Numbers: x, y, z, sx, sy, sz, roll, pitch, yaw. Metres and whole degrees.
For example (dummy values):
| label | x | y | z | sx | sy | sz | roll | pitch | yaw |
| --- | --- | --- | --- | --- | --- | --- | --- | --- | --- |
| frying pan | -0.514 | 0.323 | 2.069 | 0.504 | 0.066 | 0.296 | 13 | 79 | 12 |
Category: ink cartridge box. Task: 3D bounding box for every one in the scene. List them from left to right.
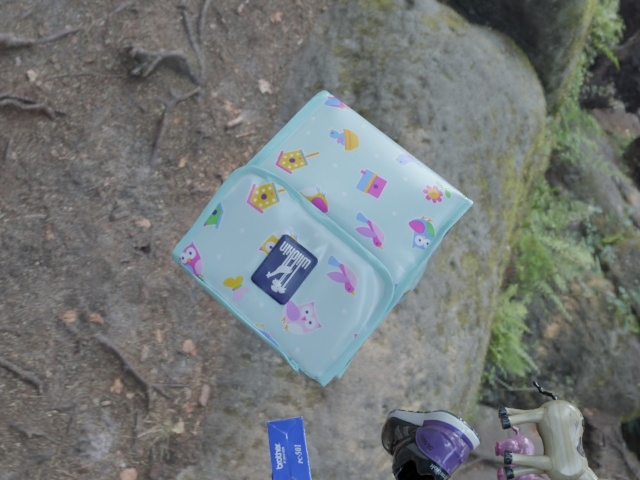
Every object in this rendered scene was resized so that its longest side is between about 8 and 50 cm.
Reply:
| label | x | y | z | sx | sy | sz | roll | pitch | yaw |
| --- | --- | --- | --- | --- | --- | --- | --- | --- | --- |
| ink cartridge box | -0.031 | 0.316 | 0.812 | 0.097 | 0.046 | 0.207 | -102 | -174 | -48 |

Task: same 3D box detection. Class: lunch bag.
| label | x | y | z | sx | sy | sz | roll | pitch | yaw |
| --- | --- | --- | --- | --- | --- | --- | --- | --- | --- |
| lunch bag | 0.000 | 0.000 | 0.724 | 0.223 | 0.160 | 0.262 | 40 | 61 | 7 |

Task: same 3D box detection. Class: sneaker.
| label | x | y | z | sx | sy | sz | roll | pitch | yaw |
| --- | --- | --- | --- | --- | --- | --- | --- | --- | --- |
| sneaker | 0.154 | 0.372 | 1.159 | 0.107 | 0.283 | 0.124 | 43 | 65 | 0 |

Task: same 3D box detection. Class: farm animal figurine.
| label | x | y | z | sx | sy | sz | roll | pitch | yaw |
| --- | --- | --- | --- | --- | --- | --- | --- | --- | --- |
| farm animal figurine | 0.343 | 0.414 | 0.905 | 0.326 | 0.172 | 0.330 | -74 | 159 | -63 |
